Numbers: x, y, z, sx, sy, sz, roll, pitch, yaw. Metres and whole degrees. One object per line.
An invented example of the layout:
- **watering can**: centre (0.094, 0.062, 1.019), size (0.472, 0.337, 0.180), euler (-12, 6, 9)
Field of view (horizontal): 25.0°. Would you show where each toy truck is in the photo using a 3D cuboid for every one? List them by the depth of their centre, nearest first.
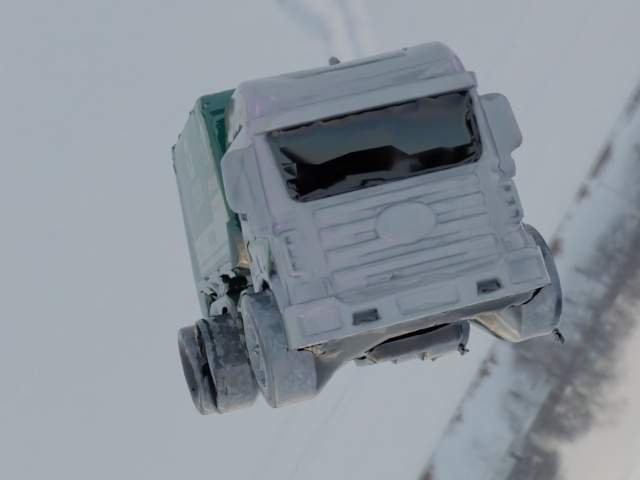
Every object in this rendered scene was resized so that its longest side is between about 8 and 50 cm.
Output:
- **toy truck**: centre (0.000, 0.000, 0.557), size (0.114, 0.124, 0.253), euler (-14, 175, -12)
